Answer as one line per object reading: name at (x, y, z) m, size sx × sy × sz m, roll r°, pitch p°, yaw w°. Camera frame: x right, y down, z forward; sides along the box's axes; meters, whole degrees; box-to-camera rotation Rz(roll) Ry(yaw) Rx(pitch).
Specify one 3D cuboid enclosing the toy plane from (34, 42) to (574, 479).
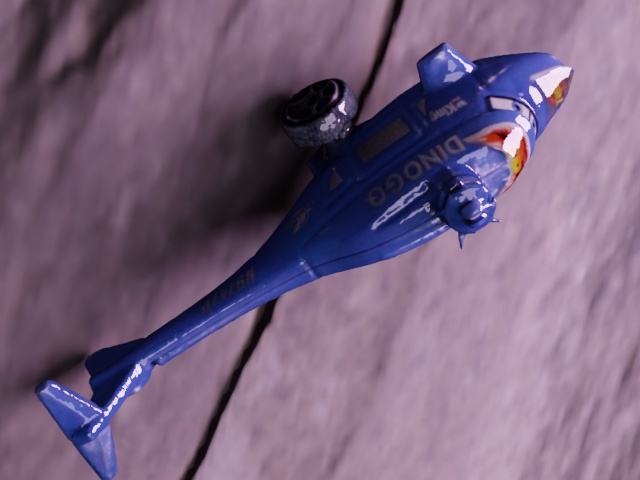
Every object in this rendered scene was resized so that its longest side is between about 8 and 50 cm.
toy plane at (0.000, 0.000, 0.423) m, size 0.167 × 0.062 × 0.054 m, roll -34°, pitch 124°, yaw -3°
